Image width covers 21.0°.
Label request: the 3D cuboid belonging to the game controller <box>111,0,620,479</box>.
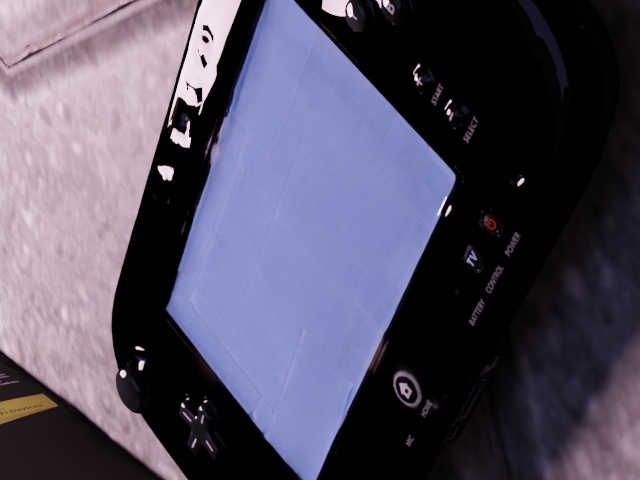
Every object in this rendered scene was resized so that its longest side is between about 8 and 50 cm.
[{"bbox_3d":[0.000,0.000,0.620,0.166,0.067,0.319,57,145,30],"label":"game controller"}]

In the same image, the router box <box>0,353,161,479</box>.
[{"bbox_3d":[-0.266,0.151,0.880,0.243,0.308,0.081,27,122,54],"label":"router box"}]
